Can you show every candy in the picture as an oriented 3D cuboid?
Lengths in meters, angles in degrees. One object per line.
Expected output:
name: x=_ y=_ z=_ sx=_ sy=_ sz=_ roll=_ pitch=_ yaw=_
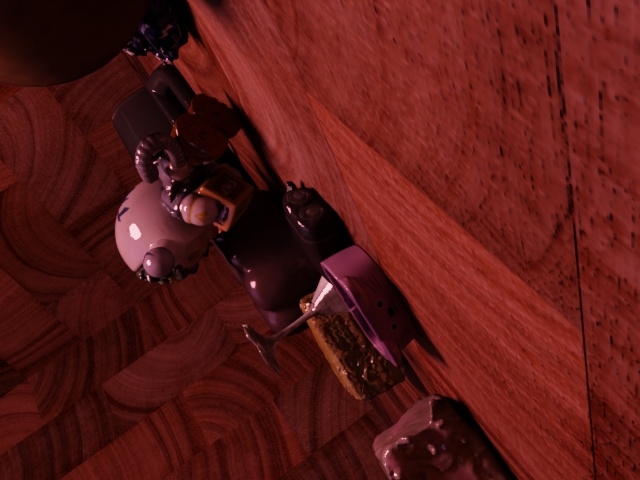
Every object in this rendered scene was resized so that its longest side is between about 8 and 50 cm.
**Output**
candy: x=0.164 y=0.312 z=0.997 sx=0.184 sy=0.137 sz=0.195 roll=54 pitch=175 yaw=7

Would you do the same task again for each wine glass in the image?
wine glass: x=-0.019 y=0.107 z=1.059 sx=0.122 sy=0.183 sz=0.122 roll=55 pitch=174 yaw=8

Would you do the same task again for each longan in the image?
longan: x=-0.307 y=-0.301 z=0.700 sx=0.297 sy=0.297 sz=0.297 roll=54 pitch=173 yaw=10

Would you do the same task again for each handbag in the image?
handbag: x=-0.280 y=-0.348 z=0.953 sx=0.260 sy=0.113 sz=0.162 roll=47 pitch=179 yaw=6

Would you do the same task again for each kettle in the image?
kettle: x=-0.308 y=-0.188 z=1.560 sx=0.308 sy=0.203 sz=0.262 roll=57 pitch=175 yaw=6

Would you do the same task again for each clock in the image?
clock: x=0.067 y=0.080 z=0.891 sx=0.152 sy=0.050 sz=0.110 roll=57 pitch=173 yaw=-20

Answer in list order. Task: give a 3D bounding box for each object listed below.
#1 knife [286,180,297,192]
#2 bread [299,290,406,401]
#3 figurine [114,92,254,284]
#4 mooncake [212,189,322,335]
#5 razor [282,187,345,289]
knife: x=-0.032 y=-0.041 z=1.101 sx=0.044 sy=0.026 sz=0.296 roll=57 pitch=176 yaw=7
bread: x=0.048 y=0.161 z=1.197 sx=0.196 sy=0.102 sz=0.138 roll=58 pitch=170 yaw=-5
figurine: x=-0.223 y=-0.063 z=1.188 sx=0.186 sy=0.261 sz=0.382 roll=40 pitch=136 yaw=2
mooncake: x=-0.090 y=0.045 z=1.384 sx=0.306 sy=0.154 sz=0.306 roll=54 pitch=170 yaw=14
razor: x=0.000 y=0.000 z=0.950 sx=0.090 sy=0.054 sz=0.148 roll=53 pitch=173 yaw=43
